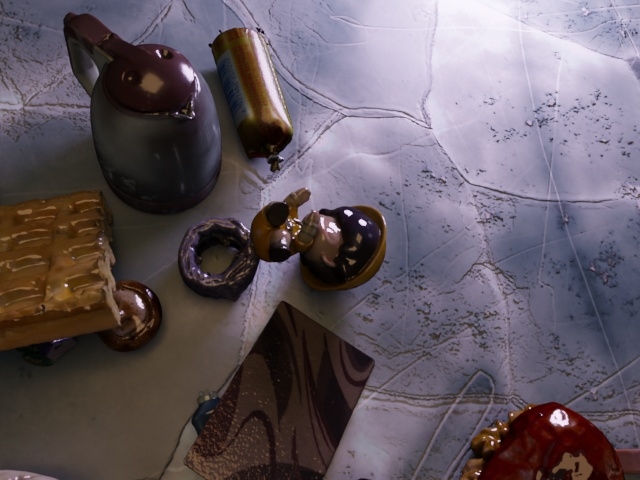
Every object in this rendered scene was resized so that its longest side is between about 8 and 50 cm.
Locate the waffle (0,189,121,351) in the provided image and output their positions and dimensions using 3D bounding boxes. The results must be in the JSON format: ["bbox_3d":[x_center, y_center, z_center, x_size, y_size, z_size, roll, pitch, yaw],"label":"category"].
[{"bbox_3d":[-0.491,0.041,0.860,0.305,0.077,0.348,-12,39,-13],"label":"waffle"}]

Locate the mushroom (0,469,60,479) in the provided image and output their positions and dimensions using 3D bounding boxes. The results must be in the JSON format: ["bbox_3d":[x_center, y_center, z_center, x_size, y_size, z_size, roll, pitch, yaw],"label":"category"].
[{"bbox_3d":[-0.449,0.432,0.653,0.315,0.336,0.314,3,58,-5],"label":"mushroom"}]

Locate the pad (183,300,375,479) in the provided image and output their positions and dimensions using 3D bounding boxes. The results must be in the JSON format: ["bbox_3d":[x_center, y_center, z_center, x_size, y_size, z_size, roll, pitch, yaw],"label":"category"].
[{"bbox_3d":[-0.053,0.286,0.919,0.220,0.004,0.330,33,57,-4],"label":"pad"}]

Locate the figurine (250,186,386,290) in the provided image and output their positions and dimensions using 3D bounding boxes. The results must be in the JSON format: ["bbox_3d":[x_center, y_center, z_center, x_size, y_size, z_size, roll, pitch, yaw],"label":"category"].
[{"bbox_3d":[-0.002,0.003,0.979,0.257,0.167,0.192,11,43,-26],"label":"figurine"}]

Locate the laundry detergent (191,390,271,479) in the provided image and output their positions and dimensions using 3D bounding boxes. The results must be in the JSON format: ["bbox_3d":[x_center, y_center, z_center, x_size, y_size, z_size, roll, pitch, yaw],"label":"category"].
[{"bbox_3d":[-0.155,0.344,0.891,0.097,0.061,0.206,-22,74,-15],"label":"laundry detergent"}]

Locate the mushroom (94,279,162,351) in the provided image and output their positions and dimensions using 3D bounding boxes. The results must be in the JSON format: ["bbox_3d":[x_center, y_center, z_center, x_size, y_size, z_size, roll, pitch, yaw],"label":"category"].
[{"bbox_3d":[-0.335,0.129,0.926,0.127,0.087,0.127,2,72,-7],"label":"mushroom"}]

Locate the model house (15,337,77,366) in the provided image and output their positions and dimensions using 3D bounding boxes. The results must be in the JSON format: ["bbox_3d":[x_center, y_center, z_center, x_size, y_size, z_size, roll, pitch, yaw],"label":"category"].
[{"bbox_3d":[-0.473,0.152,0.884,0.088,0.100,0.100,-39,81,-21],"label":"model house"}]

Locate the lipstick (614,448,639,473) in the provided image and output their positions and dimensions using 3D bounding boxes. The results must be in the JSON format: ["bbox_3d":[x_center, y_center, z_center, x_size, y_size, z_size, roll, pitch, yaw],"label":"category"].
[{"bbox_3d":[0.547,0.415,1.001,0.146,0.045,0.045,3,70,-8],"label":"lipstick"}]

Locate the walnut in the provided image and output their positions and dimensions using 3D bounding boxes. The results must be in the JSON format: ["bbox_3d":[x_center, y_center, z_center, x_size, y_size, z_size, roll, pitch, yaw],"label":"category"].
[{"bbox_3d":[0.351,0.408,0.891,0.269,0.221,0.244,-40,49,-17],"label":"walnut"}]

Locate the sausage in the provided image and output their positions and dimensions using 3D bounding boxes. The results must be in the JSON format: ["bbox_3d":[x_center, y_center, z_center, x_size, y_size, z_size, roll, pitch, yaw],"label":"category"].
[{"bbox_3d":[-0.128,-0.287,1.112,0.125,0.117,0.317,-19,75,-1],"label":"sausage"}]

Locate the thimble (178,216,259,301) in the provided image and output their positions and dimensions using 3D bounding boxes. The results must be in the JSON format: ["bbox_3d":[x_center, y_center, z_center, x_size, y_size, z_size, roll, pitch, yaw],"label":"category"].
[{"bbox_3d":[-0.185,0.035,0.985,0.150,0.097,0.149,3,68,-8],"label":"thimble"}]

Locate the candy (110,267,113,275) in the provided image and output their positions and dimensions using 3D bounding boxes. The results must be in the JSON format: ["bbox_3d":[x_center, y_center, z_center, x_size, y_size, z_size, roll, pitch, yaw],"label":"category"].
[{"bbox_3d":[-0.472,0.063,0.954,0.201,0.060,0.060,5,68,0],"label":"candy"}]

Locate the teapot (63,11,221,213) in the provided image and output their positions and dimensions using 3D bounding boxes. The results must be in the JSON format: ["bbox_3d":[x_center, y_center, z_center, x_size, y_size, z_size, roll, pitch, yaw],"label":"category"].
[{"bbox_3d":[-0.322,-0.239,0.951,0.315,0.312,0.233,38,65,5],"label":"teapot"}]

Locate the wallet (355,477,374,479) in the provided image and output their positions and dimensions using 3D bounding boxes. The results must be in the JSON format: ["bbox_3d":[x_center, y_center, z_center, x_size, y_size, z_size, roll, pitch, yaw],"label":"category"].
[{"bbox_3d":[0.128,0.529,0.835,0.221,0.071,0.262,21,59,-23],"label":"wallet"}]
